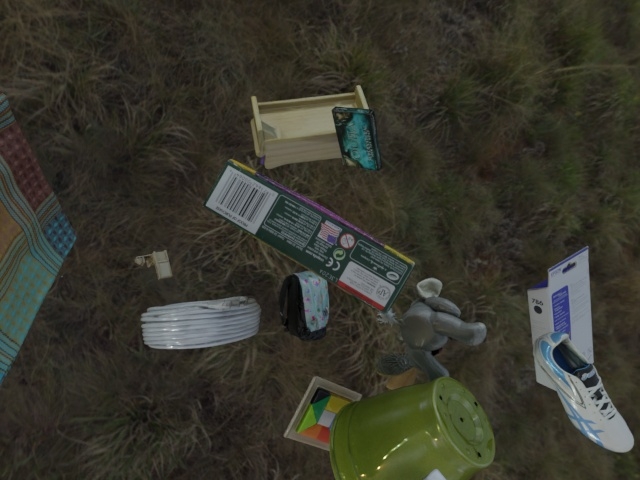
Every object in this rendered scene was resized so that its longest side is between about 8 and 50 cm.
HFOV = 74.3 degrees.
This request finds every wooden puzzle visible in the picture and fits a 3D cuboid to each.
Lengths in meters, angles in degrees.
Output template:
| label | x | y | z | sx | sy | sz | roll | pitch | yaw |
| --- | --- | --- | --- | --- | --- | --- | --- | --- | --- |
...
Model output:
| label | x | y | z | sx | sy | sz | roll | pitch | yaw |
| --- | --- | --- | --- | --- | --- | --- | --- | --- | --- |
| wooden puzzle | 0.018 | 0.596 | 1.436 | 0.238 | 0.044 | 0.221 | 31 | 84 | -30 |

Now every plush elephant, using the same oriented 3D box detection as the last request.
| label | x | y | z | sx | sy | sz | roll | pitch | yaw |
| --- | --- | --- | --- | --- | --- | --- | --- | --- | --- |
| plush elephant | 0.375 | 0.280 | 1.424 | 0.255 | 0.330 | 0.272 | -19 | 134 | -55 |

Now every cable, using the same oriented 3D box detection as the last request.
| label | x | y | z | sx | sy | sz | roll | pitch | yaw |
| --- | --- | --- | --- | --- | --- | --- | --- | --- | --- |
| cable | -0.259 | 0.179 | 0.941 | 0.257 | 0.257 | 0.089 | -7 | 85 | 7 |

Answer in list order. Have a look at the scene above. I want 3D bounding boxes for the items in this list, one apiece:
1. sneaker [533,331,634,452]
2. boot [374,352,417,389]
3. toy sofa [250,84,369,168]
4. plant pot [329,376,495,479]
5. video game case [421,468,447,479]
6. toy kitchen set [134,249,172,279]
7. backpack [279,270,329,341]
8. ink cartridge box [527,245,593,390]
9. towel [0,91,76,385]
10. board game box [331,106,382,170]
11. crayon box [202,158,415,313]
| label | x | y | z | sx | sy | sz | roll | pitch | yaw |
| --- | --- | --- | --- | --- | --- | --- | --- | --- | --- |
| sneaker | 0.495 | 0.282 | 0.791 | 0.085 | 0.086 | 0.237 | -26 | 71 | -16 |
| boot | 0.315 | 0.558 | 1.752 | 0.236 | 0.269 | 0.089 | -6 | 52 | -12 |
| toy sofa | -0.033 | -0.356 | 1.330 | 0.362 | 0.177 | 0.150 | -9 | 62 | -8 |
| plant pot | 0.274 | 0.567 | 1.194 | 0.366 | 0.353 | 0.366 | 29 | 36 | -23 |
| video game case | 0.148 | 0.319 | 0.437 | 0.019 | 0.157 | 0.143 | -30 | 58 | -26 |
| toy kitchen set | -0.441 | 0.075 | 1.109 | 0.068 | 0.083 | 0.075 | -10 | 76 | -37 |
| backpack | -0.041 | 0.175 | 1.177 | 0.115 | 0.152 | 0.182 | -5 | 92 | -33 |
| ink cartridge box | 0.596 | 0.187 | 1.046 | 0.165 | 0.065 | 0.333 | -20 | 108 | -25 |
| towel | -0.389 | 0.040 | 0.467 | 0.040 | 0.271 | 0.370 | 2 | 48 | -4 |
| board game box | 0.106 | -0.289 | 1.208 | 0.026 | 0.126 | 0.186 | -51 | 142 | -32 |
| crayon box | 0.000 | 0.000 | 0.839 | 0.363 | 0.313 | 0.106 | 30 | 91 | 12 |
